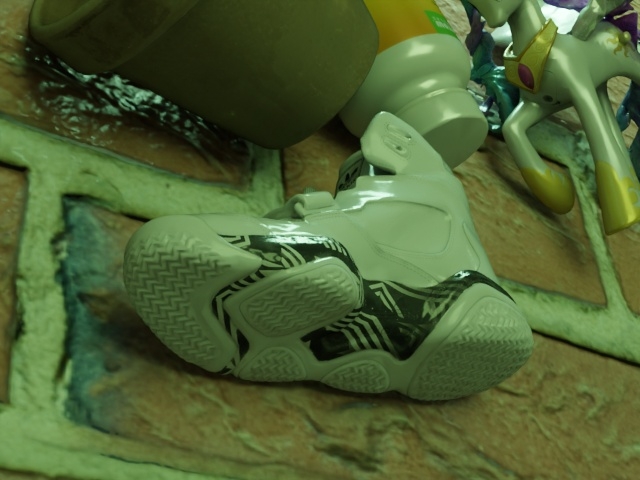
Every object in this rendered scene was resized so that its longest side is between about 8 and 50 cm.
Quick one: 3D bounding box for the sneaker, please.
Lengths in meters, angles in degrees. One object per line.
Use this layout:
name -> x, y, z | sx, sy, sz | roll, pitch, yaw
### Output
sneaker -> 0.000, 0.000, 0.955 | 0.366, 0.137, 0.210 | 15, 45, -35

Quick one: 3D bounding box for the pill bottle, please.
pill bottle -> 0.062, -0.182, 1.166 | 0.136, 0.136, 0.245 | -4, 57, -41

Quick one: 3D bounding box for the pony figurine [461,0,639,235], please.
pony figurine -> 0.297, -0.208, 1.311 | 0.351, 0.303, 0.363 | -25, 87, -39

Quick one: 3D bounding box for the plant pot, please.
plant pot -> -0.075, -0.200, 1.016 | 0.229, 0.263, 0.263 | 41, 36, -27
